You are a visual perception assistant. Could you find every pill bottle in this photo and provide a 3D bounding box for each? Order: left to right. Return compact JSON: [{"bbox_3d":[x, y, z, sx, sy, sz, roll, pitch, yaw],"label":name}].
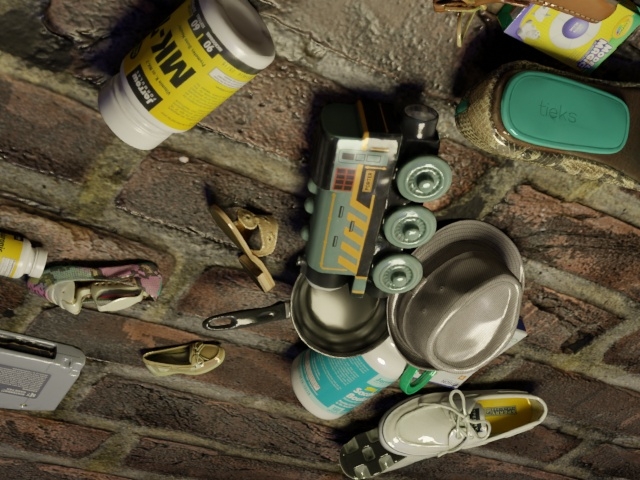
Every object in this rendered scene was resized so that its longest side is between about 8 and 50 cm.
[{"bbox_3d":[-0.487,0.022,1.217,0.116,0.065,0.065,17,133,-27],"label":"pill bottle"},{"bbox_3d":[-0.168,-0.207,0.967,0.209,0.119,0.119,-34,133,26],"label":"pill bottle"},{"bbox_3d":[0.076,0.216,1.471,0.146,0.146,0.264,26,129,-33],"label":"pill bottle"}]

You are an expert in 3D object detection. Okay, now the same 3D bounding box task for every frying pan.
[{"bbox_3d":[-0.013,0.133,1.333,0.326,0.053,0.197,-29,106,-5],"label":"frying pan"}]

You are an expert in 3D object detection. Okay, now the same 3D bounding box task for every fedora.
[{"bbox_3d":[0.243,0.112,1.304,0.275,0.124,0.244,-46,114,3],"label":"fedora"}]

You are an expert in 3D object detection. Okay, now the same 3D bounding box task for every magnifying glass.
[{"bbox_3d":[0.227,0.187,1.432,0.231,0.026,0.092,-45,150,-4],"label":"magnifying glass"}]

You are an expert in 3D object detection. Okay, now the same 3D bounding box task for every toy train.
[{"bbox_3d":[0.070,-0.053,1.159,0.190,0.142,0.333,5,129,-7],"label":"toy train"}]

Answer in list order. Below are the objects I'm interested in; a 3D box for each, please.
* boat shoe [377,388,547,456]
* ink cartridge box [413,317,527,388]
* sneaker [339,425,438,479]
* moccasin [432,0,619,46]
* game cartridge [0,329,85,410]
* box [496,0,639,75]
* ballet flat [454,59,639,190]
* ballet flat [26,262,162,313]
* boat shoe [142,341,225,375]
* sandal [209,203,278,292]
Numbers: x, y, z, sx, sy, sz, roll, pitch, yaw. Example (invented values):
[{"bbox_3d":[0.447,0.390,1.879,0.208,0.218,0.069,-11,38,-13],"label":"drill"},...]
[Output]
[{"bbox_3d":[0.310,0.381,1.663,0.367,0.135,0.156,-3,167,-13],"label":"boat shoe"},{"bbox_3d":[0.251,0.202,1.560,0.223,0.045,0.224,19,133,-28],"label":"ink cartridge box"},{"bbox_3d":[0.201,0.450,1.798,0.331,0.122,0.146,-17,162,-2],"label":"sneaker"},{"bbox_3d":[0.154,-0.314,0.882,0.380,0.139,0.147,8,142,-15],"label":"moccasin"},{"bbox_3d":[-0.608,0.235,1.452,0.294,0.060,0.196,19,129,-28],"label":"game cartridge"},{"bbox_3d":[0.331,-0.284,1.023,0.179,0.043,0.105,16,134,-27],"label":"box"},{"bbox_3d":[0.413,-0.146,1.113,0.483,0.163,0.182,10,180,-14],"label":"ballet flat"},{"bbox_3d":[-0.372,0.082,1.294,0.222,0.079,0.076,-3,140,-5],"label":"ballet flat"},{"bbox_3d":[-0.258,0.221,1.492,0.153,0.056,0.048,-7,144,9],"label":"boat shoe"},{"bbox_3d":[-0.102,-0.007,1.260,0.079,0.088,0.240,-39,147,-12],"label":"sandal"}]
